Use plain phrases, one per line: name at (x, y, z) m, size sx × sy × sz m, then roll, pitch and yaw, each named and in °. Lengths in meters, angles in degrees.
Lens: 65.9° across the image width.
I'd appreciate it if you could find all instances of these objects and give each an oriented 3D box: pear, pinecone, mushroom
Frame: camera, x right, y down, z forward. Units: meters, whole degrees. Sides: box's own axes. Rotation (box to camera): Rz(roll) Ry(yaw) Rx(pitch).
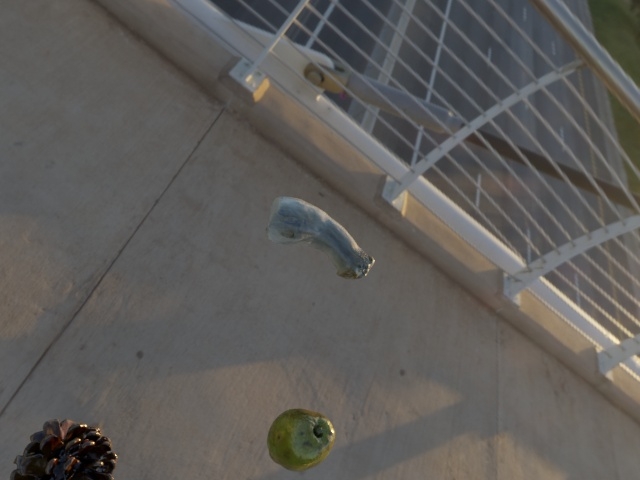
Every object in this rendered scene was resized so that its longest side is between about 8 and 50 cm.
pear at (-0.036, 0.345, 0.859) m, size 0.107 × 0.131 × 0.107 m, roll 26°, pitch 39°, yaw -23°
pinecone at (-0.482, 0.437, 0.933) m, size 0.150 × 0.195 × 0.179 m, roll 45°, pitch 58°, yaw -64°
mushroom at (0.003, -0.003, 0.920) m, size 0.223 × 0.081 × 0.092 m, roll 30°, pitch 71°, yaw -20°
